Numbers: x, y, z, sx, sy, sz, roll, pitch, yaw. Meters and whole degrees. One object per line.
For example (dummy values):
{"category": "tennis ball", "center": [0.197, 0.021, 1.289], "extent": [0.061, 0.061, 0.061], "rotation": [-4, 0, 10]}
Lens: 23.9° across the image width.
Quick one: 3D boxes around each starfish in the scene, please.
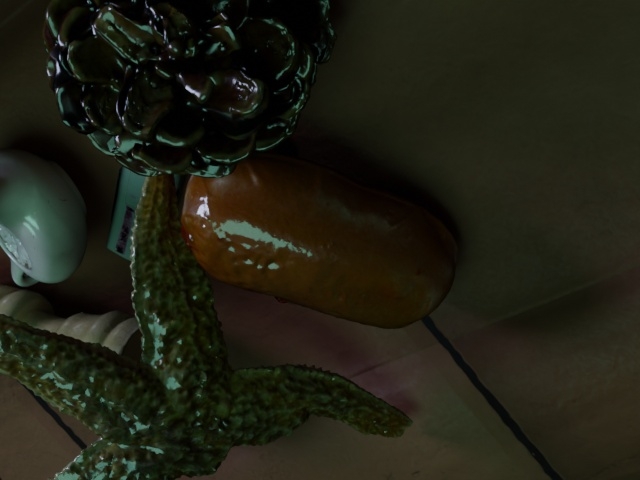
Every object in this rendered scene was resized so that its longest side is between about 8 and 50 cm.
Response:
{"category": "starfish", "center": [-0.158, 0.126, 1.416], "extent": [0.398, 0.132, 0.384], "rotation": [-28, 107, -2]}

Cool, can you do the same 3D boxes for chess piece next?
{"category": "chess piece", "center": [-0.319, 0.096, 1.583], "extent": [0.307, 0.139, 0.124], "rotation": [16, 115, 17]}

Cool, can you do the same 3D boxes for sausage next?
{"category": "sausage", "center": [0.001, -0.002, 1.347], "extent": [0.258, 0.133, 0.133], "rotation": [19, 131, -10]}

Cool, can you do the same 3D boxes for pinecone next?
{"category": "pinecone", "center": [-0.116, -0.159, 1.220], "extent": [0.243, 0.257, 0.244], "rotation": [9, 113, 22]}

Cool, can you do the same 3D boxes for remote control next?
{"category": "remote control", "center": [-0.173, -0.041, 1.477], "extent": [0.065, 0.029, 0.166], "rotation": [24, 130, 6]}

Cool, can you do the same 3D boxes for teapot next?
{"category": "teapot", "center": [-0.285, -0.021, 1.494], "extent": [0.145, 0.092, 0.226], "rotation": [47, 159, 24]}

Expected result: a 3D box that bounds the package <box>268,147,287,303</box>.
{"category": "package", "center": [-0.047, -0.021, 1.439], "extent": [0.083, 0.022, 0.200], "rotation": [-11, 120, 30]}
